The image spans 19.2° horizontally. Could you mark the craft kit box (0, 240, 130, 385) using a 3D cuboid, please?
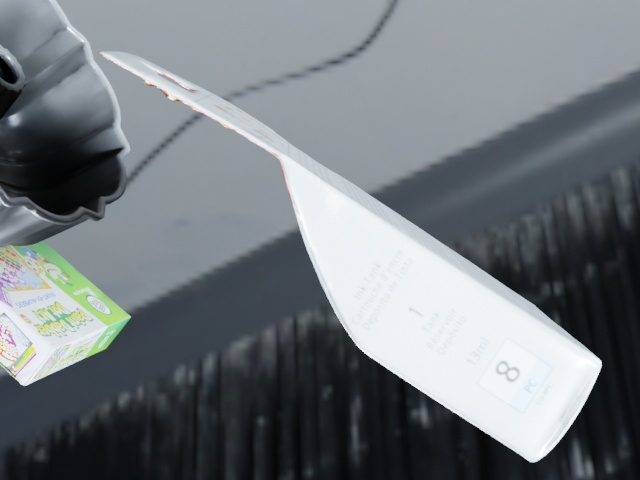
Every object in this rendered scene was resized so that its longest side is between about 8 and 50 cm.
[{"bbox_3d":[-0.341,0.036,1.984,0.246,0.250,0.061,43,103,5],"label":"craft kit box"}]

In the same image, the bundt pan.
[{"bbox_3d":[-0.334,-0.130,1.763,0.124,0.331,0.331,-34,129,26],"label":"bundt pan"}]

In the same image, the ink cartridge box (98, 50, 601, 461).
[{"bbox_3d":[0.000,0.000,1.358,0.385,0.308,0.091,32,94,-3],"label":"ink cartridge box"}]
